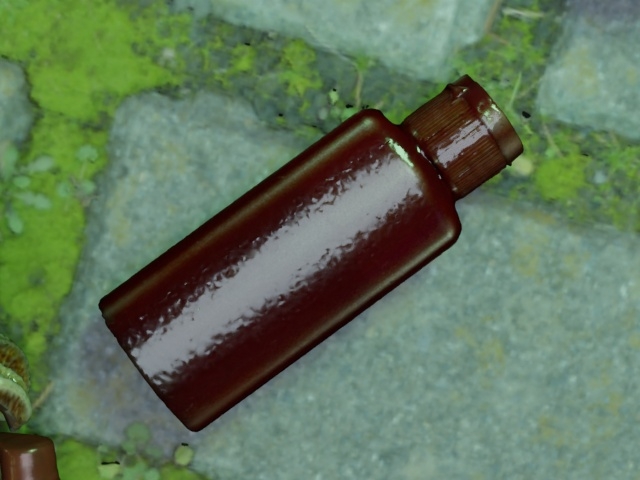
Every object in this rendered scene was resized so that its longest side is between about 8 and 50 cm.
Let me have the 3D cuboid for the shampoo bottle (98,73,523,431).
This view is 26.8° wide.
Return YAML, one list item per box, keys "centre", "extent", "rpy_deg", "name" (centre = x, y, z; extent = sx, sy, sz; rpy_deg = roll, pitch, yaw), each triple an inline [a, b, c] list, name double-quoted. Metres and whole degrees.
- centre: [0.000, 0.000, 0.802]
  extent: [0.260, 0.064, 0.102]
  rpy_deg: [-37, 100, 1]
  name: "shampoo bottle"

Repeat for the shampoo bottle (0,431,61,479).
- centre: [-0.169, 0.239, 0.819]
  extent: [0.085, 0.085, 0.244]
  rpy_deg: [-6, 97, -4]
  name: "shampoo bottle"

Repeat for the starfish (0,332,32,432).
- centre: [-0.264, 0.155, 0.695]
  extent: [0.312, 0.303, 0.113]
  rpy_deg: [-28, 118, 11]
  name: "starfish"
